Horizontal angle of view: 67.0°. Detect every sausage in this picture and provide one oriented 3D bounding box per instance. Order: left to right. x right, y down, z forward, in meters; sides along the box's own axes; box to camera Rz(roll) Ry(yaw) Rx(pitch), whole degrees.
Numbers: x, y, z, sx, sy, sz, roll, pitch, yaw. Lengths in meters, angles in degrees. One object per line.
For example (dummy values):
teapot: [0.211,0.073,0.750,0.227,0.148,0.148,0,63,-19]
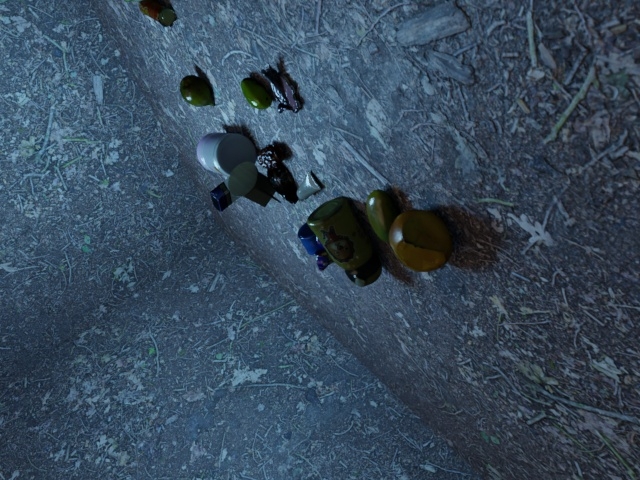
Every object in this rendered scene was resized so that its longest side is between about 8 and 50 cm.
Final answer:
sausage: [-0.697,-0.969,2.034,0.264,0.083,0.083,39,159,37]

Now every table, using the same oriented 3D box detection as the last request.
table: [-0.285,-0.241,2.213,0.167,0.167,0.227,40,-173,35]

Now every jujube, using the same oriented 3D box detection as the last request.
jujube: [-0.201,-0.341,1.993,0.104,0.104,0.166,58,162,-21]

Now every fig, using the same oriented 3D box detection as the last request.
fig: [-0.549,-0.686,2.223,0.133,0.185,0.126,47,125,30]

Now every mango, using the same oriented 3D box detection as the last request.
mango: [-0.241,-0.530,1.749,0.165,0.074,0.091,42,163,30]
mango: [0.202,-0.080,1.533,0.190,0.086,0.122,69,168,-22]
mango: [0.283,0.010,1.413,0.187,0.138,0.257,31,165,4]

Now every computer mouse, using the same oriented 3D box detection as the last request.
computer mouse: [-0.176,-0.254,2.152,0.146,0.078,0.241,29,152,56]

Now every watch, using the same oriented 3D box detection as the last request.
watch: [0.003,-0.009,2.005,0.200,0.196,0.171,16,132,51]

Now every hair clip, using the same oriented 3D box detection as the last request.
hair clip: [-0.129,-0.495,1.591,0.146,0.056,0.187,32,163,46]

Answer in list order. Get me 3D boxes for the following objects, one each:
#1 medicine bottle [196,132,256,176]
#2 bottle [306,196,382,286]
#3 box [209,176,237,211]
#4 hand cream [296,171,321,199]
medicine bottle: [-0.454,-0.416,2.318,0.316,0.202,0.202,24,148,58]
bottle: [0.111,0.020,1.829,0.351,0.172,0.172,55,163,-20]
box: [-0.448,-0.273,2.498,0.071,0.259,0.168,46,162,11]
hand cream: [-0.051,-0.214,1.963,0.087,0.054,0.186,56,157,1]
